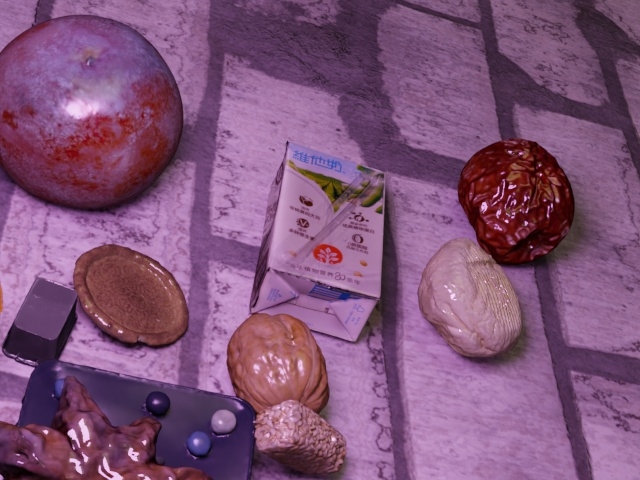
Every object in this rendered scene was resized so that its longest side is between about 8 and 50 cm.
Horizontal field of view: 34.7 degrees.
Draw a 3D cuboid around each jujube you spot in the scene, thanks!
[{"bbox_3d":[0.370,-0.081,1.957,0.213,0.213,0.232,3,48,-24],"label":"jujube"}]

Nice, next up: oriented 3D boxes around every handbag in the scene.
[{"bbox_3d":[-0.249,0.307,1.360,0.325,0.118,0.269,12,47,-13],"label":"handbag"}]

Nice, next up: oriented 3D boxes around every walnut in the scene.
[{"bbox_3d":[-0.064,0.189,1.529,0.155,0.155,0.184,1,41,-26],"label":"walnut"}]

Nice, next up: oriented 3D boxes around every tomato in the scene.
[{"bbox_3d":[-0.380,-0.207,1.652,0.316,0.282,0.317,9,60,-15],"label":"tomato"}]

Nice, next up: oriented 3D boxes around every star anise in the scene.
[{"bbox_3d":[-0.263,0.289,1.131,0.315,0.108,0.315,21,44,-22],"label":"star anise"}]

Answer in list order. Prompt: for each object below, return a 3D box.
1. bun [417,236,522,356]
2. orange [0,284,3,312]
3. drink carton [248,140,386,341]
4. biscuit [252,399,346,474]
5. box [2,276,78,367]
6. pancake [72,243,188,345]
[{"bbox_3d":[0.248,0.111,1.762,0.220,0.134,0.220,37,36,-33],"label":"bun"},{"bbox_3d":[-0.575,0.042,1.343,0.274,0.274,0.310,-34,105,-42],"label":"orange"},{"bbox_3d":[0.000,0.000,1.742,0.194,0.132,0.324,17,44,-10],"label":"drink carton"},{"bbox_3d":[-0.026,0.285,1.453,0.168,0.082,0.070,46,34,-50],"label":"biscuit"},{"bbox_3d":[-0.402,0.116,1.484,0.084,0.069,0.122,20,45,-6],"label":"box"},{"bbox_3d":[-0.291,0.084,1.577,0.199,0.021,0.199,25,36,-21],"label":"pancake"}]
